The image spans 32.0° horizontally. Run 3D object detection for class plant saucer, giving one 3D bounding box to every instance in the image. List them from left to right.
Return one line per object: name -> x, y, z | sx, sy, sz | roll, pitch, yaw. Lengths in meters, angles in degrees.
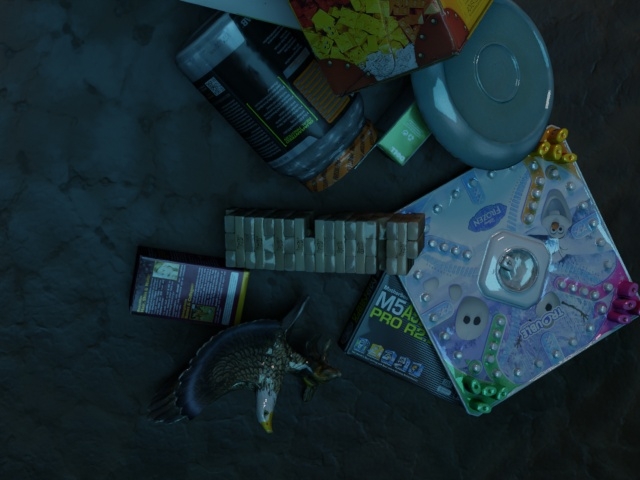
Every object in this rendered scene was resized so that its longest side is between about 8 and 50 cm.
plant saucer -> 0.283, -0.276, 1.854 | 0.317, 0.043, 0.318 | 4, 82, -34

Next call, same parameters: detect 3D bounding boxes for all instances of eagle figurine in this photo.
eagle figurine -> -0.124, 0.218, 1.860 | 0.298, 0.225, 0.226 | 4, 116, -18

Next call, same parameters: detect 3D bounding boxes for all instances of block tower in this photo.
block tower -> 0.000, 0.000, 1.850 | 0.335, 0.097, 0.091 | 2, 101, 13

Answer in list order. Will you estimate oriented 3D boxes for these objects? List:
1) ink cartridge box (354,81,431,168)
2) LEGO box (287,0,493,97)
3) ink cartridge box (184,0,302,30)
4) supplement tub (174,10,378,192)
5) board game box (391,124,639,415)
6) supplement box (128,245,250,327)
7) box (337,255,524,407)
ink cartridge box -> 0.137, -0.187, 1.888 | 0.062, 0.109, 0.209 | 41, 92, -15
LEGO box -> 0.100, -0.485, 1.589 | 0.193, 0.500, 0.372 | -16, 112, 30
ink cartridge box -> -0.095, -0.499, 1.716 | 0.207, 0.353, 0.119 | 12, 140, -13
supplement tub -> -0.064, -0.239, 1.795 | 0.193, 0.193, 0.316 | -42, 106, 0
board game box -> 0.347, 0.052, 1.960 | 0.390, 0.050, 0.390 | -29, 99, -13
supplement box -> -0.223, 0.078, 1.891 | 0.188, 0.081, 0.104 | 9, 100, -13
box -> 0.196, 0.152, 1.997 | 0.270, 0.060, 0.216 | 26, 96, -15
